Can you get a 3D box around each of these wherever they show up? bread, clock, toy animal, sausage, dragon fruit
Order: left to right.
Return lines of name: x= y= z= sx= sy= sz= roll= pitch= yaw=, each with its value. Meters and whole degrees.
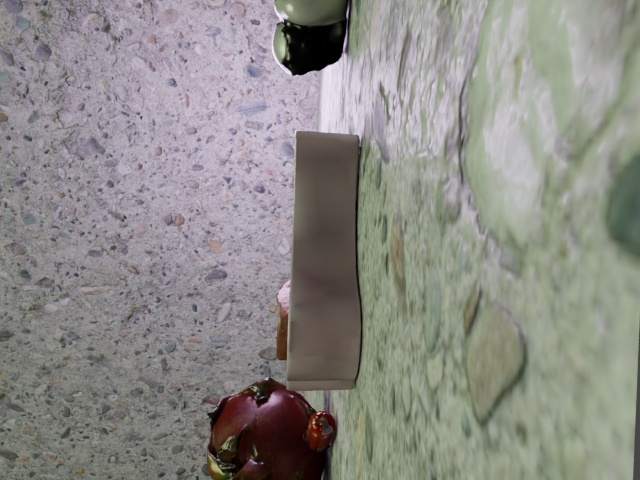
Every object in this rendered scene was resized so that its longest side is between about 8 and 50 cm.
dragon fruit: x=-0.098 y=0.382 z=0.917 sx=0.315 sy=0.251 sz=0.250 roll=52 pitch=-142 yaw=-66
bread: x=-0.062 y=0.234 z=1.359 sx=0.190 sy=0.123 sz=0.244 roll=-95 pitch=6 yaw=-59
toy animal: x=-0.022 y=-0.387 z=0.852 sx=0.166 sy=0.138 sz=0.179 roll=-121 pitch=25 yaw=-55
sausage: x=-0.002 y=0.298 z=0.773 sx=0.048 sy=0.050 sz=0.145 roll=-42 pitch=-21 yaw=-26
clock: x=0.002 y=0.013 z=0.611 sx=0.275 sy=0.080 sz=0.290 roll=-98 pitch=9 yaw=-73
